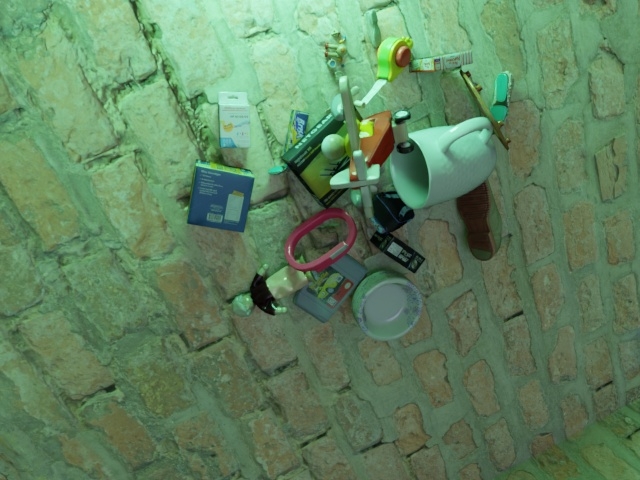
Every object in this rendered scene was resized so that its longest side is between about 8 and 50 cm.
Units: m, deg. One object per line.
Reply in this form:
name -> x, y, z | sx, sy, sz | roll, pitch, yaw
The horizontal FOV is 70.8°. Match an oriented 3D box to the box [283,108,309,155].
box -> -0.088, -0.378, 1.607 | 0.059, 0.054, 0.169 | 7, 107, -18

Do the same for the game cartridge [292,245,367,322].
game cartridge -> 0.031, 0.178, 1.834 | 0.196, 0.060, 0.294 | 37, 96, -19

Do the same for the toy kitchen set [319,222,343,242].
toy kitchen set -> 0.047, -0.020, 1.760 | 0.083, 0.068, 0.075 | -12, 111, -11

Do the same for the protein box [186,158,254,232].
protein box -> -0.349, -0.156, 1.566 | 0.199, 0.136, 0.201 | 9, 106, -18

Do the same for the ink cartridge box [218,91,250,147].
ink cartridge box -> -0.294, -0.410, 1.535 | 0.104, 0.061, 0.182 | -4, 109, -14

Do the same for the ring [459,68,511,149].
ring -> 0.597, -0.474, 1.618 | 0.032, 0.337, 0.337 | -31, 116, 23

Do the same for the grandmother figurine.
grandmother figurine -> -0.189, 0.197, 1.741 | 0.342, 0.208, 0.104 | -28, 155, 4

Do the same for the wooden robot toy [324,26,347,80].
wooden robot toy -> 0.058, -0.641, 1.543 | 0.076, 0.079, 0.174 | -3, 109, -15

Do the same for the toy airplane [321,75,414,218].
toy airplane -> 0.116, -0.279, 1.458 | 0.384, 0.272, 0.387 | 8, 92, -61

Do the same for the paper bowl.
paper bowl -> 0.266, 0.261, 1.874 | 0.283, 0.148, 0.285 | -5, 110, -14

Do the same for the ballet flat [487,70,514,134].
ballet flat -> 0.714, -0.534, 1.764 | 0.077, 0.091, 0.241 | -11, 117, -38

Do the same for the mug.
mug -> 0.475, -0.306, 1.629 | 0.327, 0.374, 0.277 | -16, 69, -17

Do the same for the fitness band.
fitness band -> 0.000, 0.000, 1.679 | 0.290, 0.209, 0.054 | -34, 142, 5

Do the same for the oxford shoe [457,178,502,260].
oxford shoe -> 0.676, -0.122, 1.888 | 0.146, 0.140, 0.398 | -26, 112, -39

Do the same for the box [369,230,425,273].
box -> 0.308, 0.037, 1.808 | 0.180, 0.147, 0.078 | 32, 98, -23

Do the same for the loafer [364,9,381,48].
loafer -> 0.182, -0.734, 1.572 | 0.045, 0.039, 0.125 | -36, 125, -36

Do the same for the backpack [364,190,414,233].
backpack -> 0.277, -0.114, 1.751 | 0.158, 0.173, 0.117 | 53, 127, 14

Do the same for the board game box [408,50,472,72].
board game box -> 0.417, -0.628, 1.584 | 0.146, 0.193, 0.045 | -15, 112, -10

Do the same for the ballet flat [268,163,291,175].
ballet flat -> -0.134, -0.257, 1.646 | 0.114, 0.041, 0.041 | -25, 113, -5

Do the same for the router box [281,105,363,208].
router box -> 0.050, -0.307, 1.620 | 0.309, 0.081, 0.243 | -45, 122, -5

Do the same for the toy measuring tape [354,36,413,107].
toy measuring tape -> 0.215, -0.602, 1.553 | 0.330, 0.121, 0.121 | -49, 115, -17
